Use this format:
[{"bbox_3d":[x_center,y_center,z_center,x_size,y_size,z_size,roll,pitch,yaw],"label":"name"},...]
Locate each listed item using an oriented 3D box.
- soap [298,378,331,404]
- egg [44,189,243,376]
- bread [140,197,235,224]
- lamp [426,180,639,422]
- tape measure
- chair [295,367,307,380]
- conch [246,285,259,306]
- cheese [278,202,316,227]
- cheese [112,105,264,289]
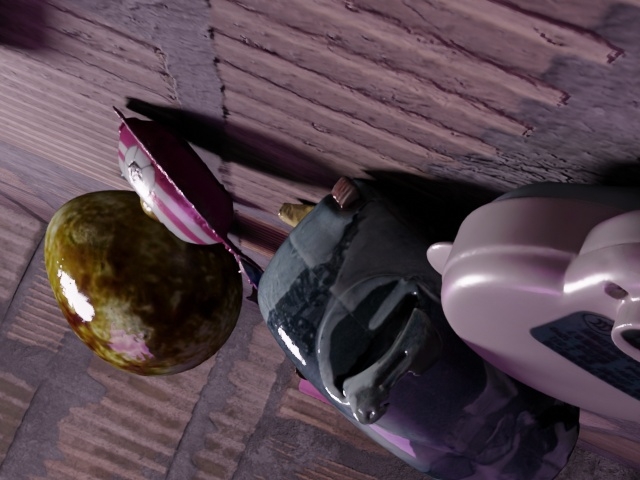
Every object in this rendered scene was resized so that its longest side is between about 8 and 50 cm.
[{"bbox_3d":[0.067,0.229,1.832,0.081,0.181,0.259,27,172,-24],"label":"soap"},{"bbox_3d":[-0.241,0.051,1.339,0.289,0.238,0.238,46,164,-18],"label":"egg"},{"bbox_3d":[-0.162,-0.042,1.145,0.110,0.060,0.066,19,-159,29],"label":"bread"},{"bbox_3d":[0.168,0.027,0.536,0.179,0.108,0.246,27,165,-13],"label":"lamp"},{"bbox_3d":[0.083,0.074,0.769,0.256,0.147,0.275,36,-171,-35],"label":"tape measure"},{"bbox_3d":[0.073,0.143,1.372,0.186,0.160,0.319,17,171,1],"label":"chair"},{"bbox_3d":[-0.028,0.084,1.475,0.080,0.086,0.232,19,173,19],"label":"conch"},{"bbox_3d":[-0.006,-0.020,0.961,0.044,0.030,0.083,21,180,-38],"label":"cheese"},{"bbox_3d":[-0.104,-0.022,0.875,0.244,0.062,0.155,50,179,-7],"label":"cheese"}]
